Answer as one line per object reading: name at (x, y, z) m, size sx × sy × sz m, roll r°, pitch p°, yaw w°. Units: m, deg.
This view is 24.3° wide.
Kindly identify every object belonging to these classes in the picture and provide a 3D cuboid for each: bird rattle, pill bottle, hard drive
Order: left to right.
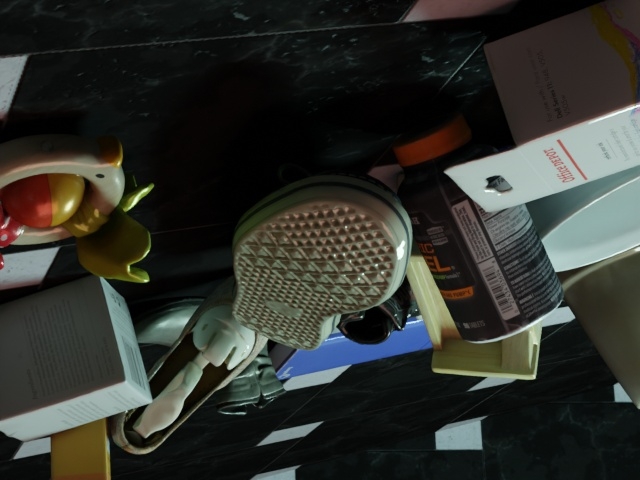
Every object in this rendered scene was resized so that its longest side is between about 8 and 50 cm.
bird rattle at (-0.288, -0.043, 1.470) m, size 0.254 × 0.143 × 0.207 m, roll 2°, pitch 147°, yaw -14°
hard drive at (0.077, 0.166, 2.516) m, size 0.319 × 0.040 × 0.210 m, roll -10°, pitch 162°, yaw -21°
pill bottle at (0.168, -0.019, 1.668) m, size 0.130 × 0.245 × 0.130 m, roll -25°, pitch -169°, yaw 5°

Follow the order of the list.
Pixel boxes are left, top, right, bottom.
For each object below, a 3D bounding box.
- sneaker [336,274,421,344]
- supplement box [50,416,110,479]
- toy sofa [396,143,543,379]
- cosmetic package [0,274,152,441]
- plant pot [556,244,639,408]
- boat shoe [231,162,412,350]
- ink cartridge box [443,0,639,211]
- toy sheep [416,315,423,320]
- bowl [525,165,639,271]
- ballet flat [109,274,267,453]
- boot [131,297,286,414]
sneaker at (0.083, 0.090, 2.096) m, size 0.098 × 0.135 × 0.276 m, roll -25°, pitch 156°, yaw 26°
supplement box at (-0.325, 0.232, 2.006) m, size 0.078 × 0.233 × 0.080 m, roll -3°, pitch 164°, yaw -4°
toy sofa at (0.200, 0.030, 1.943) m, size 0.150 × 0.177 × 0.362 m, roll 2°, pitch 151°, yaw 16°
cosmetic package at (-0.334, 0.154, 1.906) m, size 0.184 × 0.151 × 0.151 m, roll -17°, pitch 162°, yaw 1°
plant pot at (0.553, 0.113, 2.397) m, size 0.323 × 0.280 × 0.323 m, roll -14°, pitch 163°, yaw -4°
boat shoe at (0.000, 0.000, 1.703) m, size 0.187 × 0.156 × 0.500 m, roll 25°, pitch 162°, yaw -2°
ink cartridge box at (0.296, -0.153, 1.487) m, size 0.354 × 0.119 × 0.207 m, roll -19°, pitch 163°, yaw 15°
toy sheep at (0.168, 0.081, 2.265) m, size 0.132 × 0.091 × 0.091 m, roll -2°, pitch 167°, yaw 16°
bowl at (0.357, -0.087, 1.804) m, size 0.298 × 0.134 × 0.298 m, roll -22°, pitch 162°, yaw -8°
ballet flat at (-0.162, 0.170, 1.995) m, size 0.316 × 0.107 × 0.106 m, roll -50°, pitch -173°, yaw 3°
boot at (-0.154, 0.168, 2.100) m, size 0.247 × 0.161 × 0.083 m, roll 0°, pitch 156°, yaw -43°
